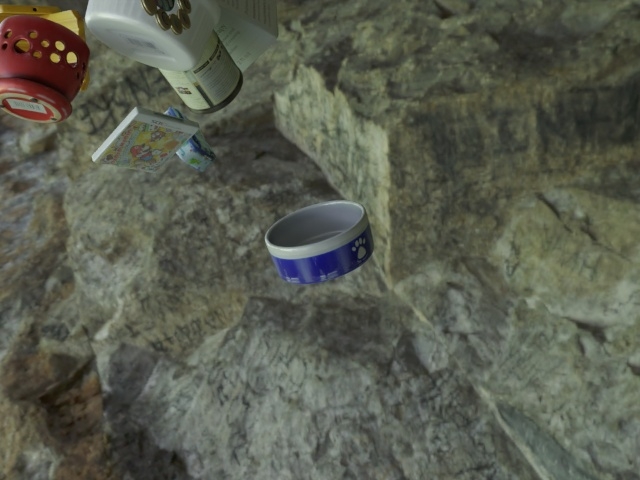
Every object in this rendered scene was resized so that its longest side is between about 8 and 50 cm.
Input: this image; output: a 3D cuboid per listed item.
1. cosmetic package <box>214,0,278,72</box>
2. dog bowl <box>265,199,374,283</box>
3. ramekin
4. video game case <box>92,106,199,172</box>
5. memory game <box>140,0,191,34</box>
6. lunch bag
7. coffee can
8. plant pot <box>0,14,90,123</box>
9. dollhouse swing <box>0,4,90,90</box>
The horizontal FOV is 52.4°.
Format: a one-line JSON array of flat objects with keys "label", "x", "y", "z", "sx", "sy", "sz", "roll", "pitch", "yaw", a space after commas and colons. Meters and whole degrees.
[{"label": "cosmetic package", "x": -0.391, "y": -0.759, "z": 2.099, "sx": 0.329, "sy": 0.393, "sz": 0.328, "roll": -32, "pitch": -127, "yaw": 43}, {"label": "dog bowl", "x": 0.000, "y": 0.000, "z": 1.645, "sx": 0.264, "sy": 0.104, "sz": 0.265, "roll": -15, "pitch": -156, "yaw": 7}, {"label": "ramekin", "x": -0.368, "y": -0.480, "z": 1.410, "sx": 0.277, "sy": 0.277, "sz": 0.135, "roll": 12, "pitch": -99, "yaw": 31}, {"label": "video game case", "x": -0.477, "y": -0.270, "z": 1.785, "sx": 0.227, "sy": 0.206, "sz": 0.026, "roll": -36, "pitch": -115, "yaw": 32}, {"label": "memory game", "x": -0.275, "y": -0.444, "z": 1.114, "sx": 0.012, "sy": 0.186, "sz": 0.186, "roll": -13, "pitch": -149, "yaw": 21}, {"label": "lunch bag", "x": -0.468, "y": -0.353, "z": 2.269, "sx": 0.090, "sy": 0.176, "sz": 0.219, "roll": -39, "pitch": -115, "yaw": 9}, {"label": "coffee can", "x": -0.375, "y": -0.535, "z": 1.901, "sx": 0.201, "sy": 0.275, "sz": 0.202, "roll": -11, "pitch": -124, "yaw": 17}, {"label": "plant pot", "x": -0.611, "y": -0.358, "z": 1.406, "sx": 0.191, "sy": 0.191, "sz": 0.174, "roll": 1, "pitch": -106, "yaw": 19}, {"label": "dollhouse swing", "x": -1.084, "y": -0.715, "z": 2.475, "sx": 0.315, "sy": 0.347, "sz": 0.305, "roll": -9, "pitch": -164, "yaw": -31}]
